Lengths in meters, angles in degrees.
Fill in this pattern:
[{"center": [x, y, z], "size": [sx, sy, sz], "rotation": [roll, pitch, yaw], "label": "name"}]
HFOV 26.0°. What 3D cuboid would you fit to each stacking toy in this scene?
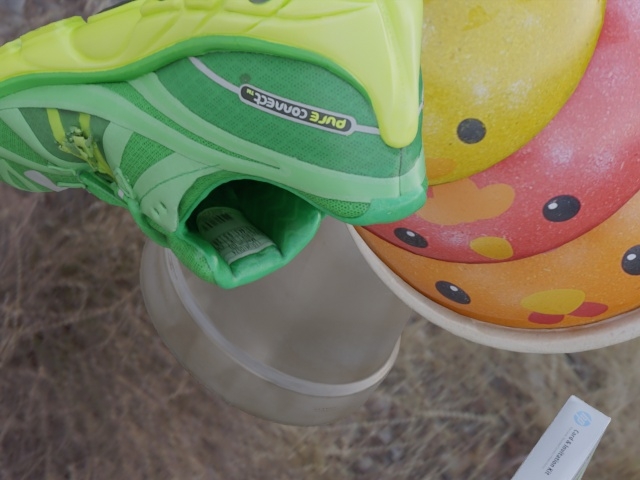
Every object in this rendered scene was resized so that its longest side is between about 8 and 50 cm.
[{"center": [0.058, -0.125, 0.780], "size": [0.480, 0.351, 0.350], "rotation": [16, 45, -58], "label": "stacking toy"}]

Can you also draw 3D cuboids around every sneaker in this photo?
[{"center": [-0.066, -0.038, 0.583], "size": [0.109, 0.295, 0.123], "rotation": [-18, 98, -34], "label": "sneaker"}]

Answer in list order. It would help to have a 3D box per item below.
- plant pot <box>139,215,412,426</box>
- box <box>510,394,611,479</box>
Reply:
[{"center": [0.000, 0.000, 1.546], "size": [0.323, 0.280, 0.323], "rotation": [22, 41, -21], "label": "plant pot"}, {"center": [0.151, 0.222, 1.060], "size": [0.038, 0.186, 0.145], "rotation": [31, 55, 18], "label": "box"}]
